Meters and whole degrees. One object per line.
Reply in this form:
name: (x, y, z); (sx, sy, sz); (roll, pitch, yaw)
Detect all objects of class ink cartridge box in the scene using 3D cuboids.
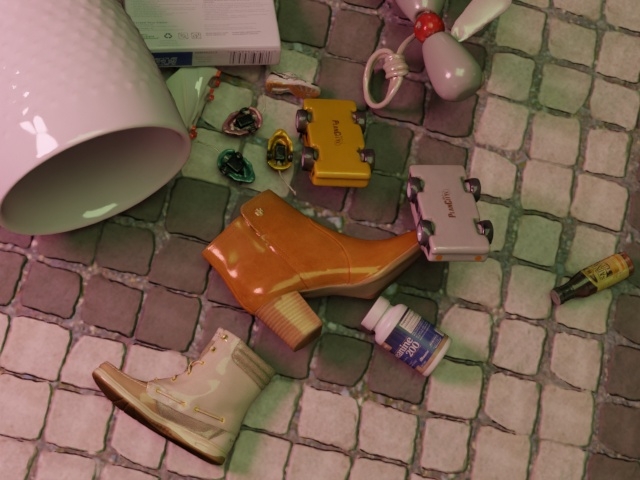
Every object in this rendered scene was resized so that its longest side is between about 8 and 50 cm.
ink cartridge box: (-0.180, -0.350, 1.971); (0.223, 0.045, 0.224); (-2, 55, -10)

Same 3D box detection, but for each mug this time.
mug: (-0.401, -0.191, 1.802); (0.374, 0.276, 0.328); (-31, 72, 17)

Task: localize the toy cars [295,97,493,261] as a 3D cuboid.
toy cars: (0.095, -0.072, 1.878); (0.394, 0.087, 0.176); (34, 46, 28)

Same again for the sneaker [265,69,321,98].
sneaker: (-0.039, -0.235, 1.974); (0.083, 0.032, 0.037); (11, 52, 3)

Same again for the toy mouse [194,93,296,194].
toy mouse: (-0.112, -0.136, 1.937); (0.143, 0.031, 0.161); (-2, 73, -10)

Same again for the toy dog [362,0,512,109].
toy dog: (0.178, -0.350, 1.984); (0.161, 0.220, 0.333); (4, 78, -41)

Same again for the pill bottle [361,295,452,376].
pill bottle: (0.119, 0.132, 1.875); (0.120, 0.067, 0.067); (35, 71, 3)

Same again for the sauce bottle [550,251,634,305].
sauce bottle: (0.397, 0.058, 1.954); (0.128, 0.042, 0.042); (-25, 79, -17)

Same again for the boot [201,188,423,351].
boot: (-0.001, 0.001, 1.880); (0.295, 0.104, 0.211); (-34, 75, -22)

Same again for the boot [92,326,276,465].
boot: (-0.184, 0.184, 1.808); (0.213, 0.077, 0.165); (33, 72, -4)

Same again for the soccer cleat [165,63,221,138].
soccer cleat: (-0.208, -0.183, 1.923); (0.076, 0.068, 0.196); (20, 64, 3)
